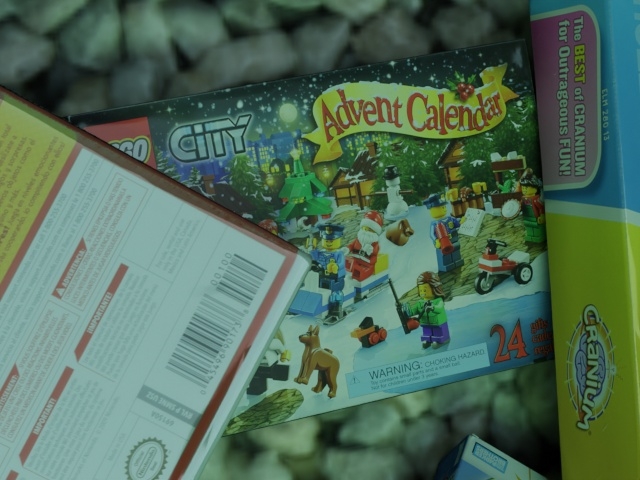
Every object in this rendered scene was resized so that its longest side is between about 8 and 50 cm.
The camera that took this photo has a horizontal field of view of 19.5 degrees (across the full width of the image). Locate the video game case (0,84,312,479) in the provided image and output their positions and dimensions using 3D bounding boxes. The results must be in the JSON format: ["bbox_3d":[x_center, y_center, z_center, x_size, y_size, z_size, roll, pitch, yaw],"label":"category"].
[{"bbox_3d":[-0.173,0.029,0.808,0.285,0.025,0.204,29,88,-10],"label":"video game case"}]

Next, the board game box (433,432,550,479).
[{"bbox_3d":[0.131,0.198,0.895,0.201,0.035,0.136,30,47,-7],"label":"board game box"}]

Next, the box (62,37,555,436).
[{"bbox_3d":[0.000,0.000,0.893,0.233,0.044,0.159,-12,95,-20],"label":"box"}]

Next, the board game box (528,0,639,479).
[{"bbox_3d":[0.226,0.030,0.922,0.242,0.064,0.317,1,82,-30],"label":"board game box"}]
